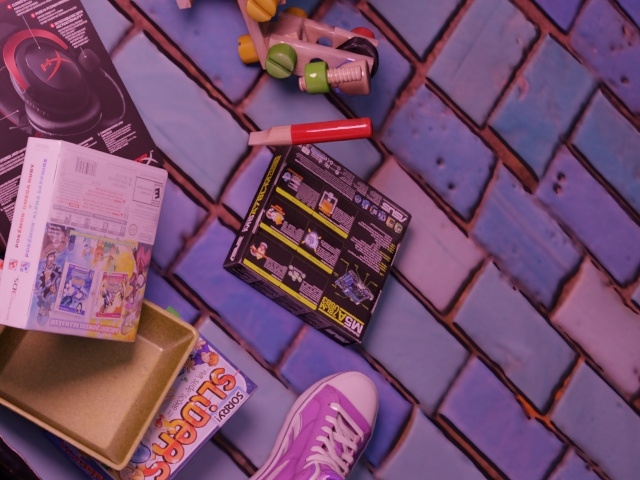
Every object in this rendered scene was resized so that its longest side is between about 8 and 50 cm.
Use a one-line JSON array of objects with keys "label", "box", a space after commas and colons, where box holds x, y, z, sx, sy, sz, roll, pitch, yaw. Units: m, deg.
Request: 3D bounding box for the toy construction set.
[{"label": "toy construction set", "box": [-0.063, -0.245, 2.136, 0.237, 0.257, 0.308, -6, 61, 9]}]

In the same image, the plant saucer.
[{"label": "plant saucer", "box": [-0.252, 0.130, 1.984, 0.188, 0.045, 0.188, 31, 59, -4]}]

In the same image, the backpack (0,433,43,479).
[{"label": "backpack", "box": [-0.392, 0.278, 1.783, 0.213, 0.276, 0.263, -27, 83, -35]}]

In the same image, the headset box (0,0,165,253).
[{"label": "headset box", "box": [-0.333, -0.156, 1.978, 0.218, 0.110, 0.293, -33, 100, -34]}]

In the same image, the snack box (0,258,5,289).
[{"label": "snack box", "box": [-0.435, 0.016, 1.838, 0.207, 0.174, 0.070, 30, 65, -26]}]

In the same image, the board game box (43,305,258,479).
[{"label": "board game box", "box": [-0.182, 0.184, 2.031, 0.136, 0.035, 0.201, 42, 59, 3]}]

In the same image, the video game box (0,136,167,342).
[{"label": "video game box", "box": [-0.238, 0.004, 1.886, 0.205, 0.048, 0.187, 15, 83, -63]}]

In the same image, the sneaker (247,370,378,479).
[{"label": "sneaker", "box": [0.009, 0.253, 2.094, 0.102, 0.161, 0.282, 46, 59, -16]}]

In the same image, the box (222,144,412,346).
[{"label": "box", "box": [0.000, 0.000, 2.207, 0.191, 0.045, 0.184, 34, 66, -24]}]
